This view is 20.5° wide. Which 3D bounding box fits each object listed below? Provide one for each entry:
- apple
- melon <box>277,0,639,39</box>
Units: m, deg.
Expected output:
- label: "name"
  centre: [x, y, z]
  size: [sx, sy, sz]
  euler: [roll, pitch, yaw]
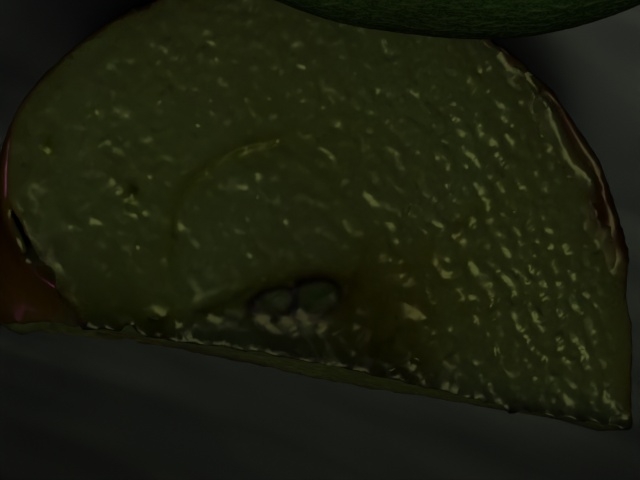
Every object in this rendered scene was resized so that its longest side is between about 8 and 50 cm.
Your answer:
- label: "apple"
  centre: [0.000, 0.000, 0.928]
  size: [0.346, 0.179, 0.254]
  euler: [12, 136, -13]
- label: "melon"
  centre: [0.076, -0.182, 0.803]
  size: [0.287, 0.182, 0.182]
  euler: [2, 125, -3]
